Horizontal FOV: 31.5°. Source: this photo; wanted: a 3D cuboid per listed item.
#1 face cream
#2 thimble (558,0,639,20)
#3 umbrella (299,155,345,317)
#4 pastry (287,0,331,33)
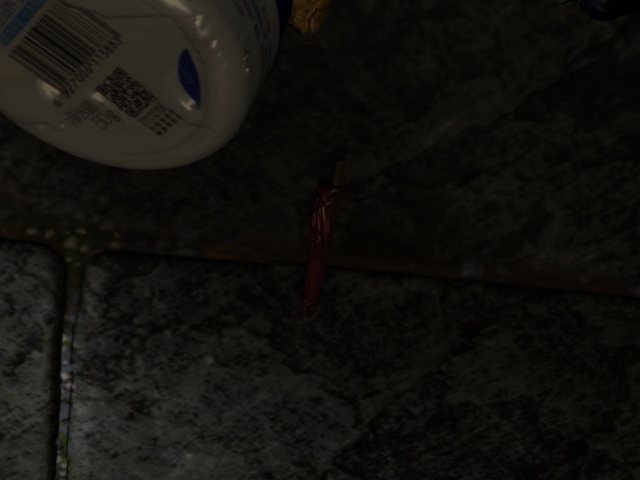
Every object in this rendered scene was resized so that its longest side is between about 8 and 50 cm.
[{"bbox_3d":[-0.127,-0.140,0.690,0.205,0.111,0.206,11,144,8],"label":"face cream"},{"bbox_3d":[0.154,-0.244,0.600,0.150,0.237,0.237,-27,128,13],"label":"thimble"},{"bbox_3d":[0.000,0.000,0.920,0.025,0.027,0.165,-13,134,-28],"label":"umbrella"},{"bbox_3d":[-0.040,-0.196,0.726,0.140,0.056,0.080,30,111,-25],"label":"pastry"}]
